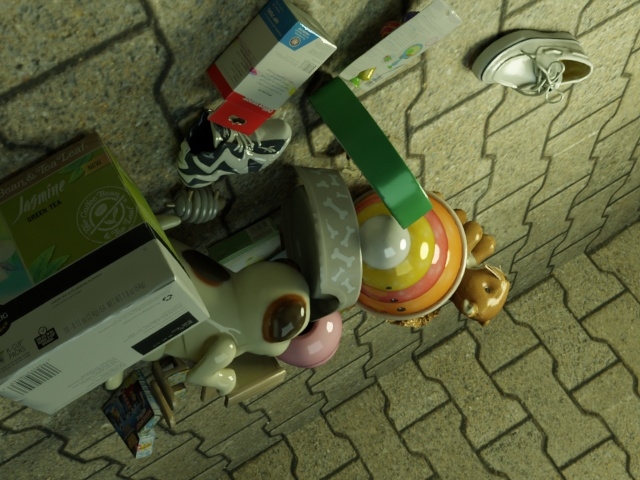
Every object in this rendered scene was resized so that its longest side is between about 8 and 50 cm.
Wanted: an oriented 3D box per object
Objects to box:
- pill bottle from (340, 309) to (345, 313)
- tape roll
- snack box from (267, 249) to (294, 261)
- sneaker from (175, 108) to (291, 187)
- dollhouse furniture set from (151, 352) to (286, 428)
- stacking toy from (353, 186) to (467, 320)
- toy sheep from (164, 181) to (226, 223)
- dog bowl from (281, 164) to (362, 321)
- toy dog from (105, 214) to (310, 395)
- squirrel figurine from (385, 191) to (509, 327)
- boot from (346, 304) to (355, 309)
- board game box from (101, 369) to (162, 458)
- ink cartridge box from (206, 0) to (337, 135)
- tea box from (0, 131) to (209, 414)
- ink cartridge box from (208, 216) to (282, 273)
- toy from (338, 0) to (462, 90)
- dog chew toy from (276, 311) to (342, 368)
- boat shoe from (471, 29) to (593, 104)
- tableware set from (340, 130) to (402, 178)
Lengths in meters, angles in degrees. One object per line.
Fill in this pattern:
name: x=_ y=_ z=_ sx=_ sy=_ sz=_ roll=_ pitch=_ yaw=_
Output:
pill bottle: x=0.023 y=0.190 z=2.437 sx=0.184 sy=0.103 sz=0.103 roll=-42 pitch=155 yaw=19
tape roll: x=0.099 y=-0.171 z=1.580 sx=0.077 sy=0.321 sz=0.321 roll=-37 pitch=156 yaw=5
snack box: x=-0.111 y=0.091 z=2.049 sx=0.174 sy=0.070 sz=0.207 roll=-33 pitch=171 yaw=11
sneaker: x=-0.161 y=-0.192 z=1.496 sx=0.234 sy=0.094 sz=0.153 roll=-17 pitch=162 yaw=-11
dollhouse furniture set: x=-0.256 y=0.379 z=2.255 sx=0.362 sy=0.257 sz=0.394 roll=-22 pitch=153 yaw=-25
stacking toy: x=0.154 y=0.012 z=1.866 sx=0.350 sy=0.351 sz=0.480 roll=-37 pitch=168 yaw=8
toy sheep: x=-0.252 y=-0.076 z=1.618 sx=0.132 sy=0.091 sz=0.091 roll=1 pitch=141 yaw=-30
dog bowl: x=0.000 y=0.000 z=1.767 sx=0.102 sy=0.349 sz=0.349 roll=-7 pitch=150 yaw=-13
toy dog: x=-0.224 y=0.127 z=1.699 sx=0.407 sy=0.284 sz=0.396 roll=6 pitch=109 yaw=-9
squirrel figurine: x=0.353 y=0.114 z=2.376 sx=0.397 sy=0.370 sz=0.281 roll=-37 pitch=156 yaw=8
boot: x=0.009 y=0.131 z=2.271 sx=0.264 sy=0.096 sz=0.280 roll=-48 pitch=141 yaw=2
board game box: x=-0.507 y=0.492 z=2.232 sx=0.060 sy=0.194 sz=0.194 roll=0 pitch=140 yaw=-51
ink cartridge box: x=-0.099 y=-0.298 z=1.394 sx=0.231 sy=0.078 sz=0.134 roll=-42 pitch=154 yaw=19
tea box: x=-0.420 y=0.058 z=1.359 sx=0.329 sy=0.324 sz=0.220 roll=-32 pitch=157 yaw=-6
ink cartridge box: x=-0.178 y=0.051 z=1.986 sx=0.171 sy=0.056 sz=0.235 roll=-29 pitch=154 yaw=-13
toy: x=0.147 y=-0.390 z=1.559 sx=0.237 sy=0.056 sz=0.137 roll=-37 pitch=160 yaw=20
dog chew toy: x=-0.037 y=0.249 z=2.140 sx=0.206 sy=0.207 sz=0.332 roll=-31 pitch=159 yaw=-5
boat shoe: x=0.520 y=-0.395 z=1.890 sx=0.367 sy=0.156 sz=0.136 roll=-13 pitch=149 yaw=-39
tableware set: x=0.111 y=-0.208 z=1.879 sx=0.128 sy=0.039 sz=0.194 roll=-54 pitch=157 yaw=14
